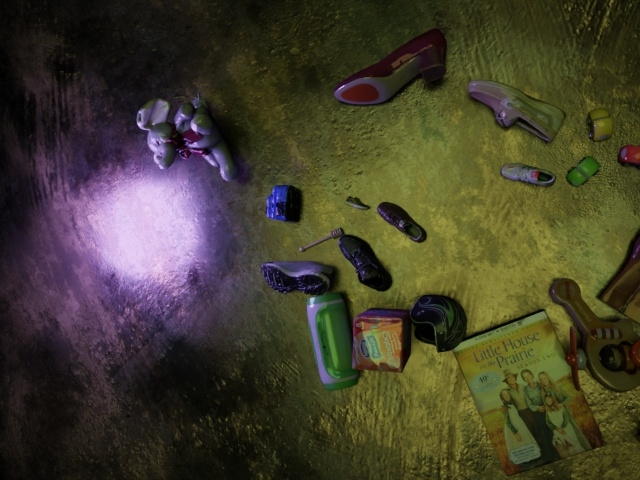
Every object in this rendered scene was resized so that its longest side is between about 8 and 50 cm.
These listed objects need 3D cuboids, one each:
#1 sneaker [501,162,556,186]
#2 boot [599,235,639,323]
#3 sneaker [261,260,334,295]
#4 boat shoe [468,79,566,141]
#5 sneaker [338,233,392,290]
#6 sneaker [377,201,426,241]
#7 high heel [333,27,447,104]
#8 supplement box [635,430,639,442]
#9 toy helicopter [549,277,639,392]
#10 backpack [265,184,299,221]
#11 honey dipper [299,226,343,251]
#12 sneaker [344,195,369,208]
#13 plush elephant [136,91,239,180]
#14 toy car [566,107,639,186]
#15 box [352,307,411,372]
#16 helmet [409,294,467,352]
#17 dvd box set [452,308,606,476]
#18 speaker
[{"bbox_3d":[0.631,-0.203,1.689,0.161,0.075,0.057,17,92,14],"label":"sneaker"},{"bbox_3d":[0.985,0.122,1.582,0.264,0.096,0.280,29,96,13],"label":"boot"},{"bbox_3d":[-0.077,0.114,1.856,0.271,0.108,0.100,7,123,28],"label":"sneaker"},{"bbox_3d":[0.581,-0.395,1.694,0.302,0.109,0.098,26,94,8],"label":"boat shoe"},{"bbox_3d":[0.136,0.067,1.780,0.087,0.130,0.227,-39,78,8],"label":"sneaker"},{"bbox_3d":[0.260,-0.063,1.780,0.188,0.071,0.066,37,97,12],"label":"sneaker"},{"bbox_3d":[0.223,-0.560,1.810,0.377,0.127,0.181,-9,58,18],"label":"high heel"},{"bbox_3d":[0.999,0.524,1.574,0.104,0.081,0.188,35,97,13],"label":"supplement box"},{"bbox_3d":[0.775,0.272,1.609,0.235,0.140,0.355,-29,67,-2],"label":"toy helicopter"},{"bbox_3d":[-0.127,-0.127,1.866,0.101,0.098,0.120,7,91,18],"label":"backpack"},{"bbox_3d":[0.000,0.000,1.866,0.161,0.030,0.030,-24,83,14],"label":"honey dipper"},{"bbox_3d":[0.122,-0.125,1.837,0.083,0.031,0.035,16,92,14],"label":"sneaker"},{"bbox_3d":[-0.469,-0.342,1.880,0.255,0.272,0.330,-26,53,-1],"label":"plush elephant"},{"bbox_3d":[0.830,-0.249,1.652,0.225,0.053,0.239,-44,79,9],"label":"toy car"},{"bbox_3d":[0.191,0.288,1.670,0.142,0.300,0.154,2,89,14],"label":"box"},{"bbox_3d":[0.364,0.251,1.696,0.161,0.169,0.169,22,94,33],"label":"helmet"},{"bbox_3d":[0.616,0.455,1.682,0.308,0.062,0.420,-23,83,12],"label":"dvd box set"},{"bbox_3d":[0.039,0.321,1.797,0.131,0.131,0.296,-12,85,13],"label":"speaker"}]
